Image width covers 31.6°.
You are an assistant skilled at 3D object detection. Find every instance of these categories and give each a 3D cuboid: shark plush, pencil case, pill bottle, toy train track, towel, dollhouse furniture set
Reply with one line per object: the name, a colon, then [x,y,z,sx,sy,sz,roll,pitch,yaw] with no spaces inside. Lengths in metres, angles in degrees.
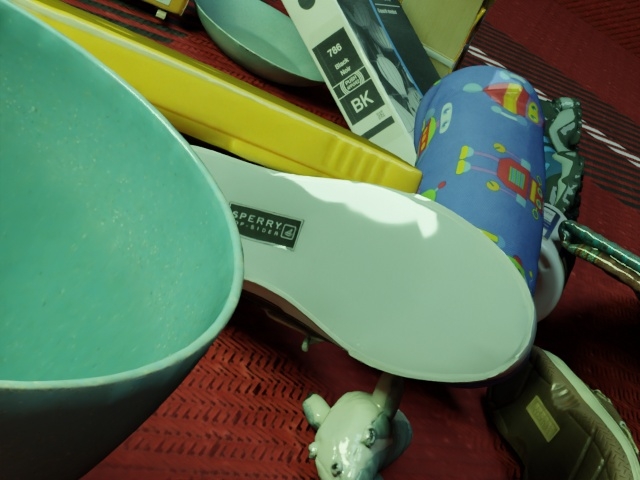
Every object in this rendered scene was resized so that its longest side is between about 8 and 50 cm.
shark plush: [0.033,0.140,0.702,0.067,0.073,0.161,61,11,-17]
pencil case: [0.118,-0.017,0.939,0.119,0.133,0.306,40,39,-22]
pill bottle: [0.197,0.015,1.091,0.094,0.094,0.169,37,24,7]
toy train track: [-0.171,-0.254,1.233,0.048,0.014,0.083,22,26,-12]
towel: [0.391,0.087,1.109,0.271,0.040,0.370,33,6,30]
dollhouse furniture set: [0.033,-0.325,1.420,0.374,0.201,0.152,29,24,5]

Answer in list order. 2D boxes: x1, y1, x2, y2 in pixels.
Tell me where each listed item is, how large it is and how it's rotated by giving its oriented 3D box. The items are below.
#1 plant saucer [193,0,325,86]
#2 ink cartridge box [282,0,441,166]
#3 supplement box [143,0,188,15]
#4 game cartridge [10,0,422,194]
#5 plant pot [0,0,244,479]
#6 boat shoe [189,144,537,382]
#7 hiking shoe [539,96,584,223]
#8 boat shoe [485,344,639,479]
plant saucer: [-0.067,-0.223,1.280,0.195,0.037,0.195,28,24,-14]
ink cartridge box: [0.049,-0.213,1.234,0.165,0.065,0.333,-17,76,-59]
supplement box: [-0.240,-0.320,1.181,0.233,0.080,0.078,21,27,-22]
game cartridge: [-0.099,-0.113,0.889,0.323,0.053,0.285,24,7,-12]
plant pot: [-0.203,0.022,0.444,0.290,0.195,0.290,28,25,-14]
boat shoe: [0.003,0.020,0.760,0.306,0.113,0.105,14,-9,23]
hiking shoe: [0.246,-0.079,1.362,0.132,0.113,0.304,4,30,8]
boat shoe: [0.200,0.169,0.809,0.095,0.095,0.257,31,23,-20]
